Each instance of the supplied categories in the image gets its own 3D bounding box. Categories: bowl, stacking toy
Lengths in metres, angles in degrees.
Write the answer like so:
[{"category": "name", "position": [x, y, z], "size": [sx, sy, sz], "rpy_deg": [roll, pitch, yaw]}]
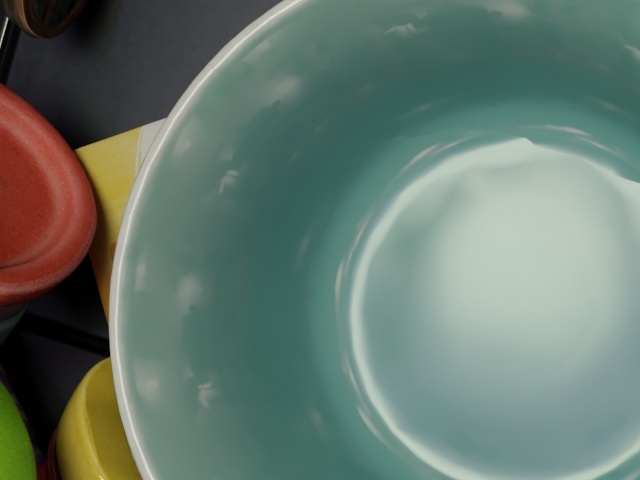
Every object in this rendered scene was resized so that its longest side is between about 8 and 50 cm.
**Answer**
[{"category": "bowl", "position": [0.078, 0.034, 0.852], "size": [0.311, 0.163, 0.312], "rpy_deg": [0, 89, 15]}, {"category": "stacking toy", "position": [-0.197, 0.064, 0.892], "size": [0.130, 0.279, 0.309], "rpy_deg": [-42, 67, 27]}]

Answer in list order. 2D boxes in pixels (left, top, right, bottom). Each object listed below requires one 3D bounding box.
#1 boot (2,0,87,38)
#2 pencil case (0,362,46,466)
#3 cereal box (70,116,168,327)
[{"category": "boot", "position": [-0.170, -0.214, 1.050], "size": [0.106, 0.082, 0.219], "rpy_deg": [1, 77, 28]}, {"category": "pencil case", "position": [-0.226, 0.066, 1.042], "size": [0.086, 0.088, 0.206], "rpy_deg": [-24, 76, -23]}, {"category": "cereal box", "position": [0.000, 0.000, 0.986], "size": [0.240, 0.047, 0.173], "rpy_deg": [-19, 82, 16]}]
